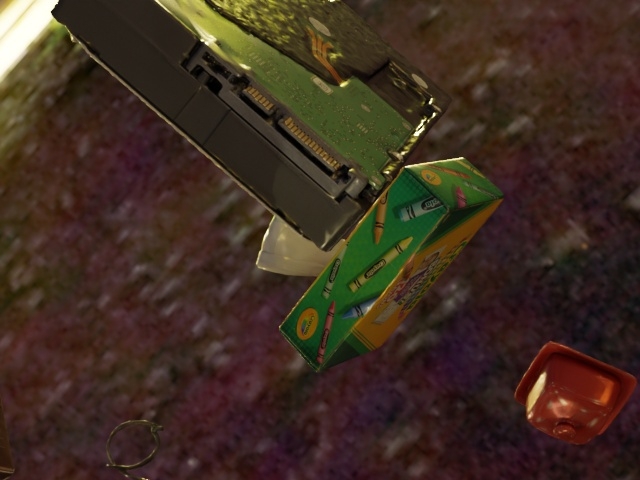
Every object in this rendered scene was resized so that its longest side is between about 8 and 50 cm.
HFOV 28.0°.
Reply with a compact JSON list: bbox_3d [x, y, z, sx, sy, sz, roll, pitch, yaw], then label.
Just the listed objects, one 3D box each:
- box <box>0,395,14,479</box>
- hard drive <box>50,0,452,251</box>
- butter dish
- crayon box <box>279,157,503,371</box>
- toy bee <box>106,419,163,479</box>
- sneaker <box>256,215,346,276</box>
[{"bbox_3d":[-0.443,0.169,1.309,0.168,0.167,0.203,-30,59,21],"label":"box"},{"bbox_3d":[-0.030,-0.129,0.942,0.064,0.237,0.339,-49,1,21],"label":"hard drive"},{"bbox_3d":[0.389,0.262,2.001,0.118,0.160,0.160,-63,-3,-46],"label":"butter dish"},{"bbox_3d":[0.087,0.028,1.587,0.278,0.081,0.165,-53,-19,26],"label":"crayon box"},{"bbox_3d":[-0.119,0.355,1.471,0.162,0.298,0.195,22,84,57],"label":"toy bee"},{"bbox_3d":[0.000,0.000,1.681,0.080,0.212,0.094,11,93,30],"label":"sneaker"}]
